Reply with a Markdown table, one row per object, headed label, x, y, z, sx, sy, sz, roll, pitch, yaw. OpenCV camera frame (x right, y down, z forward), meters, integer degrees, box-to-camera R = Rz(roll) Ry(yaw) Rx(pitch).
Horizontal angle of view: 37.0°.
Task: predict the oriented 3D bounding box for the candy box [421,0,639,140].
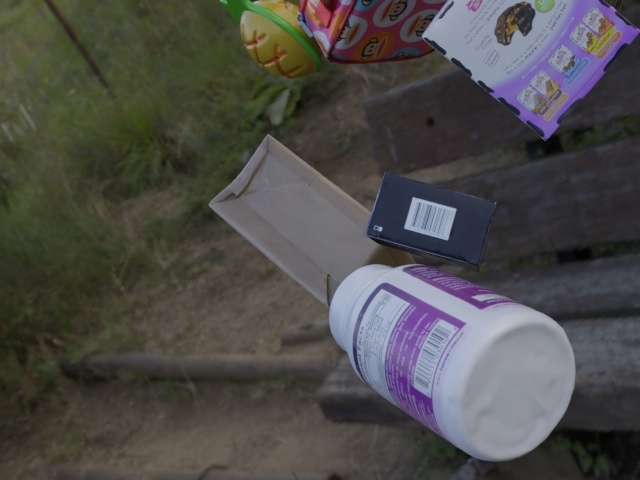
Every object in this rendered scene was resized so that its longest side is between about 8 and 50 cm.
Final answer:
| label | x | y | z | sx | sy | sz | roll | pitch | yaw |
| --- | --- | --- | --- | --- | --- | --- | --- | --- | --- |
| candy box | 0.246 | -0.247 | 1.139 | 0.165 | 0.196 | 0.070 | -50 | 5 | 14 |

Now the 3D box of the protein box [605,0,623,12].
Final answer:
| label | x | y | z | sx | sy | sz | roll | pitch | yaw |
| --- | --- | --- | --- | --- | --- | --- | --- | --- | --- |
| protein box | 0.368 | -0.412 | 1.510 | 0.200 | 0.201 | 0.136 | 35 | 61 | 22 |

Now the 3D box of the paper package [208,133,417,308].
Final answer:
| label | x | y | z | sx | sy | sz | roll | pitch | yaw |
| --- | --- | --- | --- | --- | --- | --- | --- | --- | --- |
| paper package | 0.000 | 0.000 | 1.713 | 0.168 | 0.309 | 0.325 | -51 | -19 | -1 |

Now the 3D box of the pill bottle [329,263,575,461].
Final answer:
| label | x | y | z | sx | sy | sz | roll | pitch | yaw |
| --- | --- | --- | --- | --- | --- | --- | --- | --- | --- |
| pill bottle | 0.135 | 0.123 | 1.109 | 0.169 | 0.169 | 0.301 | -33 | 26 | -17 |

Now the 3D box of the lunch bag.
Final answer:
| label | x | y | z | sx | sy | sz | roll | pitch | yaw |
| --- | --- | --- | --- | --- | --- | --- | --- | --- | --- |
| lunch bag | 0.098 | -0.358 | 1.245 | 0.258 | 0.120 | 0.293 | -14 | -28 | -33 |

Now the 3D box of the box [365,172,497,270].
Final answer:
| label | x | y | z | sx | sy | sz | roll | pitch | yaw |
| --- | --- | --- | --- | --- | --- | --- | --- | --- | --- |
| box | 0.156 | -0.022 | 1.319 | 0.156 | 0.093 | 0.158 | 16 | -2 | 10 |

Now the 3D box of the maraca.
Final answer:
| label | x | y | z | sx | sy | sz | roll | pitch | yaw |
| --- | --- | --- | --- | --- | --- | --- | --- | --- | --- |
| maraca | -0.072 | -0.304 | 1.385 | 0.099 | 0.186 | 0.127 | -52 | -4 | -12 |
